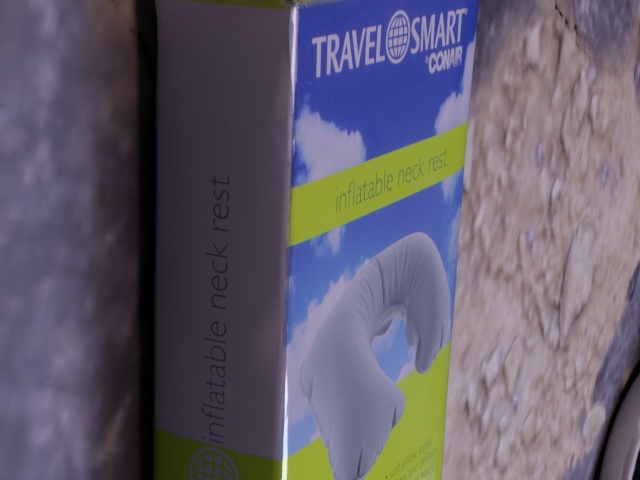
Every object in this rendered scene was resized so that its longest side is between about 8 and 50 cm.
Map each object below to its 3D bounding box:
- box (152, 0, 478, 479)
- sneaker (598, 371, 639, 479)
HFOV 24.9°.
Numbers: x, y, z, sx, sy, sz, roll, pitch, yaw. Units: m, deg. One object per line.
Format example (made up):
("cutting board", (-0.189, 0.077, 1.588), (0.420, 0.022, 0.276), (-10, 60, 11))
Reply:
("box", (0.000, 0.000, 0.375), (0.109, 0.042, 0.178), (-26, 122, -59))
("sneaker", (0.229, 0.100, 0.769), (0.217, 0.121, 0.079), (-59, 145, -36))
